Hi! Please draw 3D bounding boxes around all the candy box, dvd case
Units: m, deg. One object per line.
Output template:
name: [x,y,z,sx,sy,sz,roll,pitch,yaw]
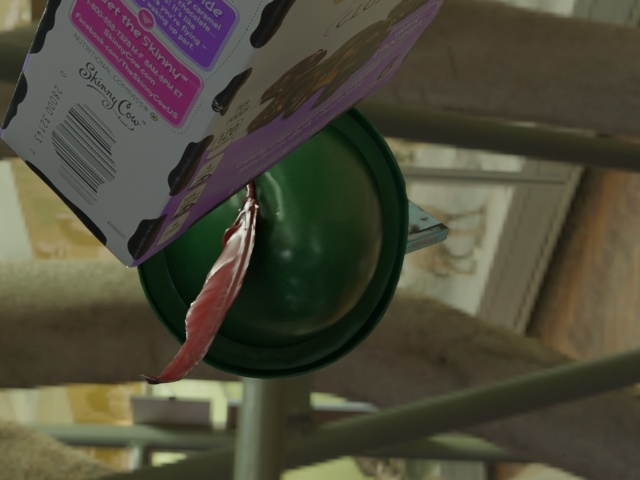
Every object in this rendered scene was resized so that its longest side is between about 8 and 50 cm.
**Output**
candy box: [-0.002,-0.102,0.402,0.165,0.070,0.196,-40,-8,-40]
dvd case: [0.019,-0.025,0.858,0.119,0.087,0.013,40,129,32]

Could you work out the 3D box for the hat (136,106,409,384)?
hat: [0.000,0.000,0.658,0.183,0.173,0.208,-8,61,69]
